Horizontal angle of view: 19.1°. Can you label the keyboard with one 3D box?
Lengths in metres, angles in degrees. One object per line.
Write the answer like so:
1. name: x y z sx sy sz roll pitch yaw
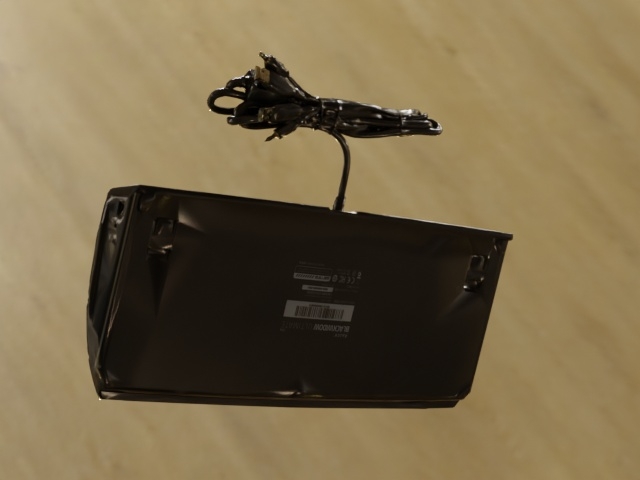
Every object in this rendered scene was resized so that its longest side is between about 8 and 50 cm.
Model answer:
1. keyboard: 0.000 0.000 1.114 0.317 0.202 0.033 7 -170 -46
